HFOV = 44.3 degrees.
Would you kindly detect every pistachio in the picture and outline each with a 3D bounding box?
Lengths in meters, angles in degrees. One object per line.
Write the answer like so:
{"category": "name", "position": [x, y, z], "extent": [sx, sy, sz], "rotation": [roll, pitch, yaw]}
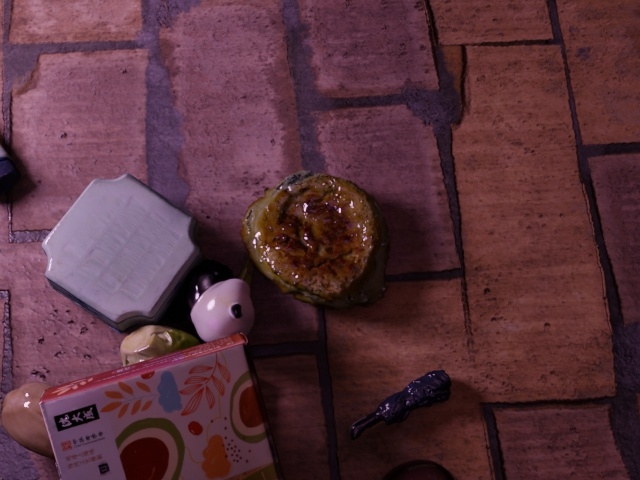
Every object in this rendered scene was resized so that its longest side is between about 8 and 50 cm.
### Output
{"category": "pistachio", "position": [-0.522, 0.364, 1.551], "extent": [0.226, 0.136, 0.135], "rotation": [33, 73, -6]}

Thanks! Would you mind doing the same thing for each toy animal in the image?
{"category": "toy animal", "position": [-0.213, 0.143, 1.618], "extent": [0.179, 0.165, 0.138], "rotation": [35, 30, 33]}

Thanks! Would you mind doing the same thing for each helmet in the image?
{"category": "helmet", "position": [0.203, 0.521, 1.593], "extent": [0.175, 0.106, 0.154], "rotation": [3, 73, 0]}

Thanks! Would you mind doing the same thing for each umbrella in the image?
{"category": "umbrella", "position": [0.168, 0.347, 1.658], "extent": [0.248, 0.071, 0.070], "rotation": [-23, 77, -13]}

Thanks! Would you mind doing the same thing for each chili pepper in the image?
{"category": "chili pepper", "position": [-0.175, 0.123, 1.704], "extent": [0.043, 0.049, 0.208], "rotation": [22, 65, -42]}

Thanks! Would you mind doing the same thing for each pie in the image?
{"category": "pie", "position": [0.000, 0.000, 1.725], "extent": [0.355, 0.103, 0.288], "rotation": [24, 66, 1]}

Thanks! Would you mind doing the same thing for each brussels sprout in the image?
{"category": "brussels sprout", "position": [-0.315, 0.251, 1.596], "extent": [0.162, 0.180, 0.143], "rotation": [-13, 33, 10]}

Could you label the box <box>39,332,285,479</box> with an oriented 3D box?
{"category": "box", "position": [-0.282, 0.395, 1.477], "extent": [0.386, 0.122, 0.344], "rotation": [-15, 96, -12]}

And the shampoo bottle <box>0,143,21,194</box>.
{"category": "shampoo bottle", "position": [-0.813, -0.243, 1.731], "extent": [0.134, 0.078, 0.359], "rotation": [-38, 81, -11]}

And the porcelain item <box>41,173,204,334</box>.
{"category": "porcelain item", "position": [-0.408, 0.032, 1.648], "extent": [0.282, 0.157, 0.285], "rotation": [32, 72, 2]}

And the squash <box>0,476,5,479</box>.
{"category": "squash", "position": [-0.671, 0.532, 1.451], "extent": [0.309, 0.210, 0.234], "rotation": [47, 63, 4]}
